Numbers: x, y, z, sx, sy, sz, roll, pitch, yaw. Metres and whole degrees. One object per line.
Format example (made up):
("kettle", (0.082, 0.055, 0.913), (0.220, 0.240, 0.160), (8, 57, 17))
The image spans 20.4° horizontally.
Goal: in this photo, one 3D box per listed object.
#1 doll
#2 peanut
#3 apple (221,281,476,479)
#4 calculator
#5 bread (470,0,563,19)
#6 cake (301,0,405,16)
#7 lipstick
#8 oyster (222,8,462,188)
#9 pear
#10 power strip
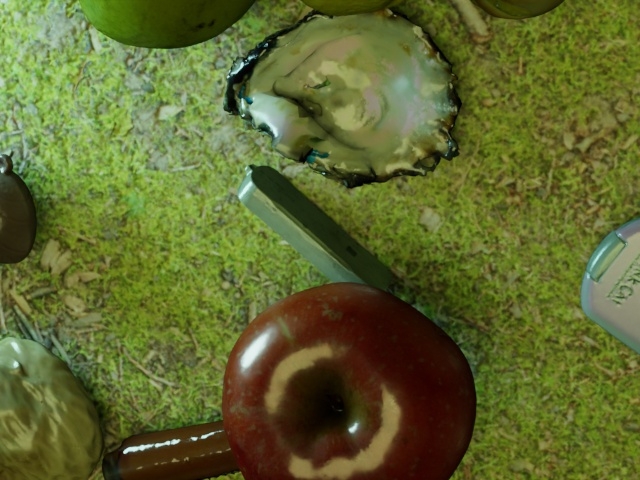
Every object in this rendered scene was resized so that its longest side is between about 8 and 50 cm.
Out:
("doll", (-0.392, -0.027, 2.038), (0.188, 0.096, 0.145), (-34, 78, 44))
("peanut", (-0.373, 0.227, 2.078), (0.233, 0.110, 0.196), (-32, 99, 19))
("apple", (0.033, 0.169, 1.835), (0.260, 0.216, 0.260), (-1, 87, 17))
("calculator", (0.394, 0.078, 1.885), (0.246, 0.045, 0.141), (37, 110, 2))
("bread", (0.177, -0.324, 1.771), (0.213, 0.105, 0.213), (39, 140, 42))
("cake", (0.029, -0.361, 1.797), (0.156, 0.179, 0.260), (-2, 106, 15))
("lipstick", (-0.054, 0.223, 2.016), (0.419, 0.077, 0.077), (-13, 100, 18))
("oyster", (0.020, -0.150, 1.903), (0.260, 0.092, 0.198), (-9, 102, 7))
("pear", (-0.151, -0.307, 1.839), (0.212, 0.212, 0.269), (45, 126, 0))
("power strip", (0.000, 0.000, 1.944), (0.227, 0.080, 0.029), (41, 112, 2))
